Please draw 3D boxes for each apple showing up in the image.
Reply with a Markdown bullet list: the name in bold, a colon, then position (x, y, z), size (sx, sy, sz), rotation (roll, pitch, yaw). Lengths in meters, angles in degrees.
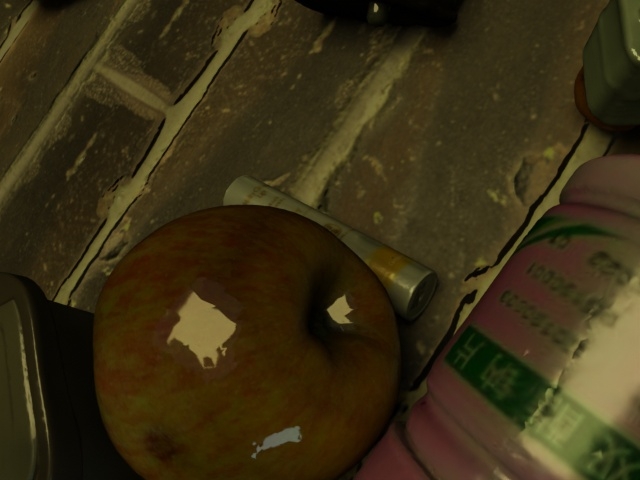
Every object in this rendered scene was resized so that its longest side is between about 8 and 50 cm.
- **apple**: position (-0.056, 0.093, 0.501), size (0.264, 0.264, 0.265), rotation (-8, 70, 24)

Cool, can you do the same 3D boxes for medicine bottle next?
- **medicine bottle**: position (0.184, 0.126, 0.403), size (0.212, 0.212, 0.325), rotation (38, 91, 31)

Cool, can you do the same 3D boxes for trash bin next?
- **trash bin**: position (-0.260, 0.178, 0.581), size (0.219, 0.250, 0.219), rotation (-24, 65, 18)

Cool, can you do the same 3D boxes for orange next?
- **orange**: position (0.277, -0.140, 0.533), size (0.086, 0.062, 0.086), rotation (-3, 69, 8)

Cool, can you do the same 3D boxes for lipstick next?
- **lipstick**: position (0.000, 0.000, 0.624), size (0.264, 0.059, 0.059), rotation (29, 87, 30)

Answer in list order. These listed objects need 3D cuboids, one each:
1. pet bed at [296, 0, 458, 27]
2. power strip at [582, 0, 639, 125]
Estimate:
- **pet bed**: position (0.053, -0.328, 0.641), size (0.210, 0.183, 0.159), rotation (17, 75, 27)
- **power strip**: position (0.353, -0.159, 0.425), size (0.260, 0.141, 0.230), rotation (1, 72, 6)
